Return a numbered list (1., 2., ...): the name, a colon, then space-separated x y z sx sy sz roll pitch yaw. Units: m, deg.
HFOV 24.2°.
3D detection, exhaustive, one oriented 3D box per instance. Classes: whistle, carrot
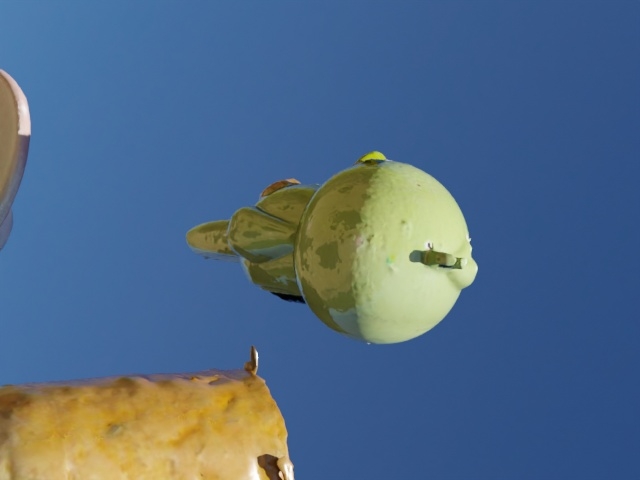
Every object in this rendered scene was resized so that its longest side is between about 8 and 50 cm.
1. whistle: 0.004 -0.010 1.127 0.294 0.141 0.141 24 -94 50
2. carrot: -0.208 0.224 1.286 0.224 0.340 0.224 171 -90 -71

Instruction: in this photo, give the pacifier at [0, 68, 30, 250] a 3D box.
1. pacifier: -0.368 -0.015 1.181 0.332 0.220 0.273 -50 171 1
